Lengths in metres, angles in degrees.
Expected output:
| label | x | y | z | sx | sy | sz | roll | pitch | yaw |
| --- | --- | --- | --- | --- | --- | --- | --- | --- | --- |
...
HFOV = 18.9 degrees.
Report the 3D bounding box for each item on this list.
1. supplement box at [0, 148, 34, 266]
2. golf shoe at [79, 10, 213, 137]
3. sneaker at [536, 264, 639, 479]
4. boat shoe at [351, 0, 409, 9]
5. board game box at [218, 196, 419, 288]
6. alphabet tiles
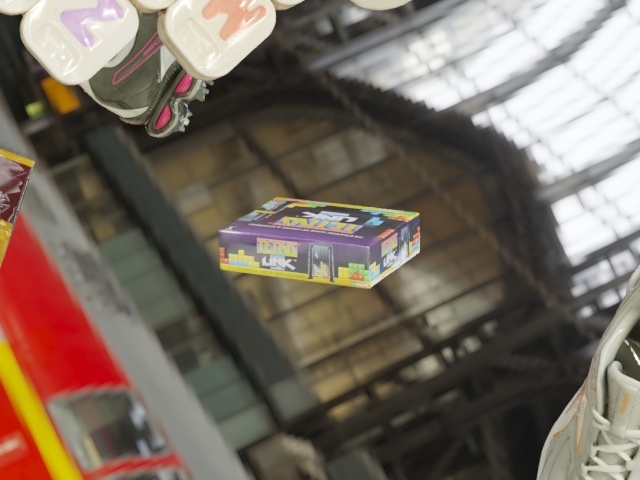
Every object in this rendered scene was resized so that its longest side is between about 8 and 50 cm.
| label | x | y | z | sx | sy | sz | roll | pitch | yaw |
| --- | --- | --- | --- | --- | --- | --- | --- | --- | --- |
| supplement box | -0.451 | -0.030 | 2.231 | 0.194 | 0.191 | 0.129 | -89 | -160 | -63 |
| golf shoe | -0.125 | -0.231 | 1.781 | 0.120 | 0.273 | 0.105 | 27 | 9 | -20 |
| sneaker | 0.205 | 0.122 | 1.312 | 0.099 | 0.262 | 0.121 | 21 | 10 | 16 |
| boat shoe | 0.034 | -0.326 | 1.375 | 0.097 | 0.117 | 0.324 | -27 | 107 | -77 |
| board game box | 0.000 | 0.000 | 2.007 | 0.141 | 0.170 | 0.048 | -31 | 125 | -62 |
| alphabet tiles | -0.113 | -0.245 | 1.203 | 0.284 | 0.278 | 0.021 | 50 | -18 | -15 |
